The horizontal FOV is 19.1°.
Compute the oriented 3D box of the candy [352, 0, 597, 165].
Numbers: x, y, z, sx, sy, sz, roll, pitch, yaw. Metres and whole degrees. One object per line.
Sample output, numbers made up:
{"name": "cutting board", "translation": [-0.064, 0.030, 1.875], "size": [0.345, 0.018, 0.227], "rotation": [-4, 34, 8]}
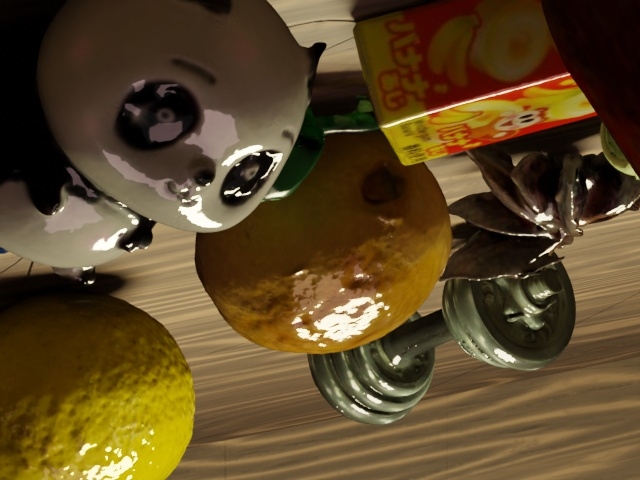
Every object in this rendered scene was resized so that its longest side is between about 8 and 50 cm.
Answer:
{"name": "candy", "translation": [0.173, -0.141, 1.423], "size": [0.276, 0.088, 0.146], "rotation": [-14, 166, 6]}

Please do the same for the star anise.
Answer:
{"name": "star anise", "translation": [0.232, -0.042, 1.843], "size": [0.212, 0.129, 0.283], "rotation": [-7, 166, -35]}

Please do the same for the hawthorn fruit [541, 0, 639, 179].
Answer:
{"name": "hawthorn fruit", "translation": [0.281, -0.134, 1.057], "size": [0.308, 0.324, 0.308], "rotation": [-13, 139, -11]}

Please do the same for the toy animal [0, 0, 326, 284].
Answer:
{"name": "toy animal", "translation": [-0.121, -0.083, 1.214], "size": [0.235, 0.165, 0.187], "rotation": [-17, 150, 31]}

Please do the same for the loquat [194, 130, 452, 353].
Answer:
{"name": "loquat", "translation": [0.000, 0.000, 1.646], "size": [0.238, 0.193, 0.238], "rotation": [-17, 172, -2]}

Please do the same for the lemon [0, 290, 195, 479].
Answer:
{"name": "lemon", "translation": [-0.275, 0.178, 2.046], "size": [0.310, 0.253, 0.253], "rotation": [-2, 164, -44]}

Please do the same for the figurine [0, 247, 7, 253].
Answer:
{"name": "figurine", "translation": [-0.267, -0.054, 1.355], "size": [0.164, 0.120, 0.262], "rotation": [15, -172, -5]}

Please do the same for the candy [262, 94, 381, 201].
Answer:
{"name": "candy", "translation": [0.048, -0.101, 1.542], "size": [0.323, 0.097, 0.097], "rotation": [-15, 170, -27]}

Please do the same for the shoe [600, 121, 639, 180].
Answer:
{"name": "shoe", "translation": [0.322, -0.109, 1.582], "size": [0.128, 0.140, 0.262], "rotation": [-4, 164, -13]}

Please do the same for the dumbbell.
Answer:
{"name": "dumbbell", "translation": [0.142, 0.106, 2.294], "size": [0.179, 0.179, 0.406], "rotation": [-2, 163, -39]}
